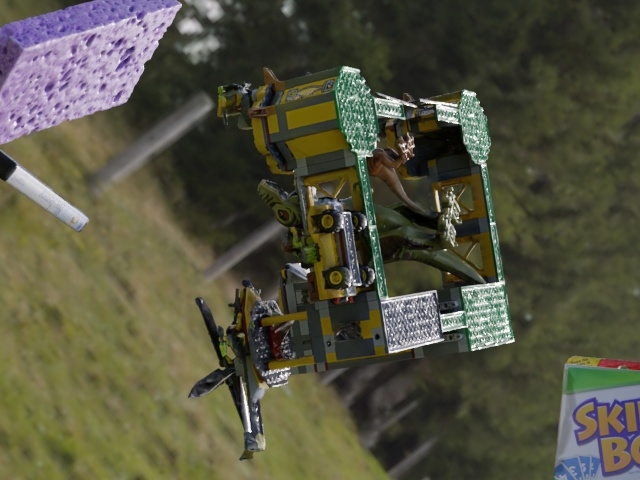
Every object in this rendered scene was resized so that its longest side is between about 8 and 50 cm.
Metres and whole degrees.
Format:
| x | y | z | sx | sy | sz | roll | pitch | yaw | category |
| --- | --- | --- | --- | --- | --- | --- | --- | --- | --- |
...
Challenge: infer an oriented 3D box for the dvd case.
| x | y | z | sx | sy | sz | roll | pitch | yaw | category |
| --- | --- | --- | --- | --- | --- | --- | --- | --- | --- |
| -0.328 | -0.089 | 1.403 | 0.180 | 0.022 | 0.253 | 36 | -5 | 11 | dvd case |

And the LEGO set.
| x | y | z | sx | sy | sz | roll | pitch | yaw | category |
| --- | --- | --- | --- | --- | --- | --- | --- | --- | --- |
| 0.000 | 0.000 | 1.075 | 0.331 | 0.192 | 0.255 | -20 | 98 | -63 | LEGO set |

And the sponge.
| x | y | z | sx | sy | sz | roll | pitch | yaw | category |
| --- | --- | --- | --- | --- | --- | --- | --- | --- | --- |
| -0.205 | -0.140 | 1.169 | 0.031 | 0.117 | 0.210 | 43 | 33 | 10 | sponge |

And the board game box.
| x | y | z | sx | sy | sz | roll | pitch | yaw | category |
| --- | --- | --- | --- | --- | --- | --- | --- | --- | --- |
| 0.298 | 0.228 | 1.454 | 0.039 | 0.124 | 0.259 | 79 | 19 | -53 | board game box |
